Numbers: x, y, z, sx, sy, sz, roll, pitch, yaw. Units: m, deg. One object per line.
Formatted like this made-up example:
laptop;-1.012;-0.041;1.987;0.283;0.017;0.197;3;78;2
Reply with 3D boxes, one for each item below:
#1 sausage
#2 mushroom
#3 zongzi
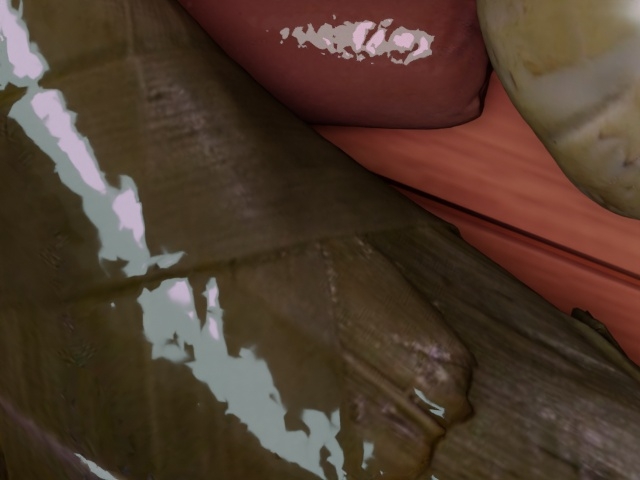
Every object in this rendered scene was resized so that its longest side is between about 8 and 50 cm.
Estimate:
sausage;-0.014;-0.074;0.514;0.154;0.062;0.062;5;100;12
mushroom;0.123;-0.076;0.456;0.148;0.112;0.148;2;100;10
zongzi;0.000;0.000;0.439;0.274;0.145;0.300;9;124;13
